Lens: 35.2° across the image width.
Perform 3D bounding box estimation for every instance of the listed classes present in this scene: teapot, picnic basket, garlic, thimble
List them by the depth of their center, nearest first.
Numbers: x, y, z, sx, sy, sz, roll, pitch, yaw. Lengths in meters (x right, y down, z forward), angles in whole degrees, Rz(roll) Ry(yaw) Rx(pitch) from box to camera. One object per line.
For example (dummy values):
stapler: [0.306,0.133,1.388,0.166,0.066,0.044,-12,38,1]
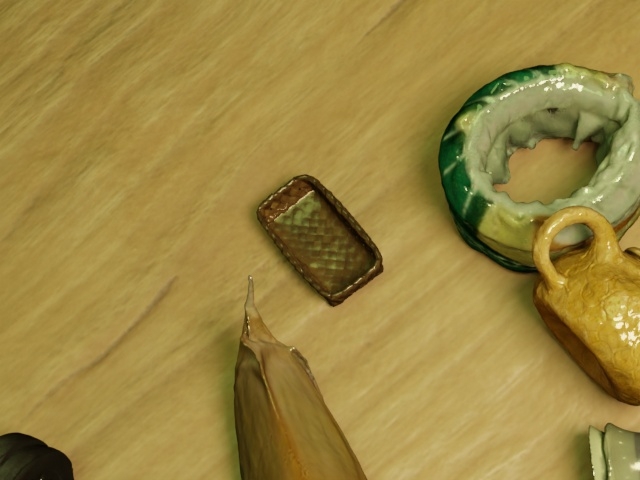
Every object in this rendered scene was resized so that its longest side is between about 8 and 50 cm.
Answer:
teapot: [0.442,0.249,1.157,0.251,0.183,0.183,-10,65,19]
teapot: [0.366,0.074,1.207,0.167,0.311,0.203,-40,21,0]
garlic: [-0.032,0.230,1.246,0.151,0.196,0.338,-10,62,-10]
thimble: [0.302,-0.099,1.331,0.288,0.167,0.254,-38,66,-5]
picnic basket: [0.000,0.000,1.410,0.110,0.055,0.193,-37,65,-5]

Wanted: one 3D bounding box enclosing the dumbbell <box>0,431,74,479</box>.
dumbbell: [-0.291,0.360,1.243,0.388,0.185,0.185,15,71,17]
